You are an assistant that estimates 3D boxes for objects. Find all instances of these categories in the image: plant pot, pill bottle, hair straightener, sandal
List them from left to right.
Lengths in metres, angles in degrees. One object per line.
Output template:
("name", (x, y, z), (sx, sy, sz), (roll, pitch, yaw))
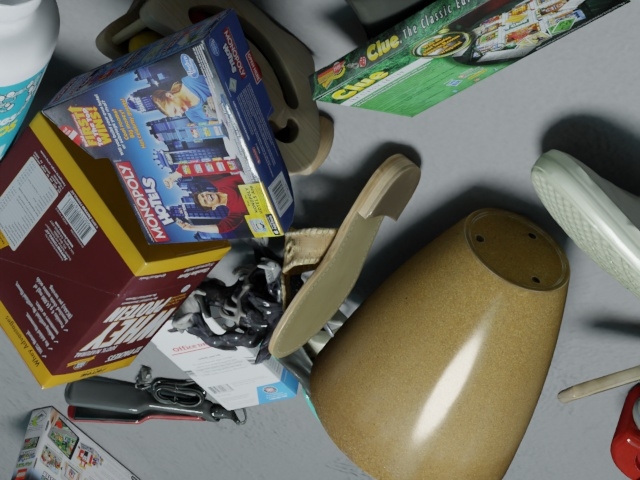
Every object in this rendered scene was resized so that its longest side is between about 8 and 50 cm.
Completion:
("pill bottle", (-0.326, -0.172, 1.582), (0.146, 0.146, 0.264), (21, 143, -11))
("hair straightener", (-0.204, 0.198, 2.119), (0.230, 0.047, 0.089), (7, 144, 7))
("sandal", (0.003, 0.001, 1.727), (0.240, 0.079, 0.088), (-55, 154, 13))
("plant pot", (0.144, 0.095, 1.763), (0.237, 0.237, 0.254), (20, 127, -10))

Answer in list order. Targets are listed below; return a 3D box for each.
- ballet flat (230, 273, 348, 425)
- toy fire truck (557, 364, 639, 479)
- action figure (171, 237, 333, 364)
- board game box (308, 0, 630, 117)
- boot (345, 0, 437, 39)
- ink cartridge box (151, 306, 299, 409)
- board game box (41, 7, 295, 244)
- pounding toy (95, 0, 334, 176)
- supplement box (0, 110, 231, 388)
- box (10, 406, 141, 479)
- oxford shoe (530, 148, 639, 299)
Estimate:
("ballet flat", (0.002, 0.130, 1.936), (0.096, 0.095, 0.280), (-21, 134, 20))
("toy fire truck", (0.370, 0.190, 1.873), (0.246, 0.158, 0.217), (31, 142, -5))
("action figure", (-0.118, 0.037, 1.792), (0.275, 0.164, 0.141), (7, 149, 17))
("board game box", (0.125, -0.174, 1.495), (0.259, 0.030, 0.136), (-26, 161, 40))
("boot", (0.105, -0.232, 1.456), (0.197, 0.077, 0.137), (-5, 155, 20))
("ink cartridge box", (-0.112, 0.117, 1.975), (0.104, 0.060, 0.180), (-14, 137, 32))
("board game box", (-0.133, -0.093, 1.489), (0.194, 0.060, 0.194), (-2, 123, 31))
("pounding toy", (-0.101, -0.116, 1.582), (0.155, 0.154, 0.269), (-25, 129, 40))
("supplement box", (-0.230, 0.004, 1.682), (0.194, 0.129, 0.191), (-47, 70, 31))
("box", (-0.316, 0.321, 2.261), (0.036, 0.114, 0.207), (-14, 136, 31))
("oxford shoe", (0.386, 0.036, 1.677), (0.449, 0.169, 0.130), (36, 94, -18))
